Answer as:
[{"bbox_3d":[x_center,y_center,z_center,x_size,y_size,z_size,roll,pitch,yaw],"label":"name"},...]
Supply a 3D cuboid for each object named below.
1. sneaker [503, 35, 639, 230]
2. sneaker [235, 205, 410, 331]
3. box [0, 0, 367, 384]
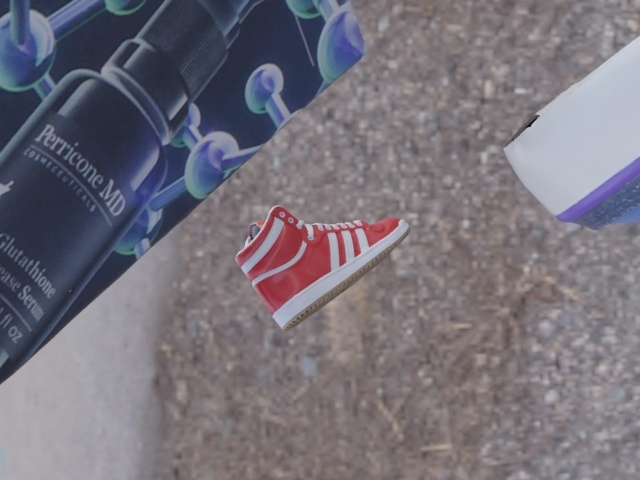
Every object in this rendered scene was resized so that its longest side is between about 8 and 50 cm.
[{"bbox_3d":[0.248,-0.014,0.415,0.236,0.323,0.130,61,-171,0],"label":"sneaker"},{"bbox_3d":[0.000,0.000,0.840,0.067,0.118,0.042,50,142,7],"label":"sneaker"},{"bbox_3d":[-0.212,-0.101,0.570,0.212,0.395,0.293,22,147,41],"label":"box"}]
